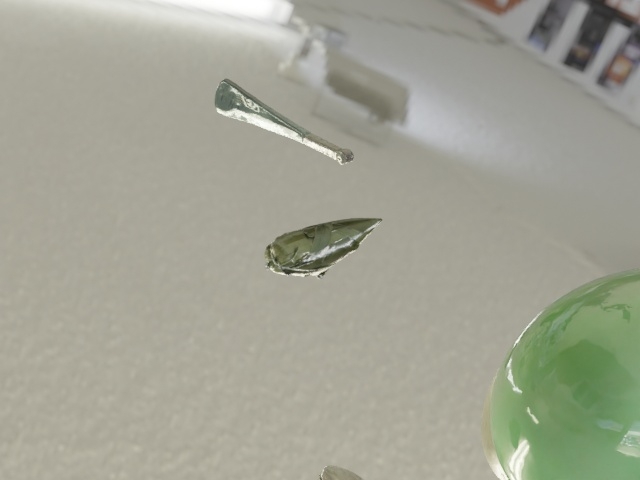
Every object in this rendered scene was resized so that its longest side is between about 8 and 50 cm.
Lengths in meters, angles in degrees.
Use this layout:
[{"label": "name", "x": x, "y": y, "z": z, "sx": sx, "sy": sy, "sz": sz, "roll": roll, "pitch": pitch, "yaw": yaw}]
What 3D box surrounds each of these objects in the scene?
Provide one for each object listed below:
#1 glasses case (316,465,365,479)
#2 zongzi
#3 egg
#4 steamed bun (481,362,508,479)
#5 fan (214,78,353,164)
[{"label": "glasses case", "x": 0.054, "y": 0.363, "z": 1.998, "sx": 0.081, "sy": 0.051, "sz": 0.204, "roll": 26, "pitch": -164, "yaw": -29}, {"label": "zongzi", "x": 0.000, "y": 0.000, "z": 1.822, "sx": 0.109, "sy": 0.119, "sz": 0.055, "roll": 0, "pitch": -119, "yaw": -55}, {"label": "egg", "x": 0.281, "y": 0.141, "z": 1.398, "sx": 0.220, "sy": 0.270, "sz": 0.220, "roll": 46, "pitch": 165, "yaw": 16}, {"label": "steamed bun", "x": 0.368, "y": 0.212, "z": 1.996, "sx": 0.312, "sy": 0.233, "sz": 0.334, "roll": 0, "pitch": 163, "yaw": 14}, {"label": "fan", "x": -0.059, "y": -0.170, "z": 2.314, "sx": 0.282, "sy": 0.057, "sz": 0.023, "roll": 31, "pitch": -154, "yaw": 34}]
